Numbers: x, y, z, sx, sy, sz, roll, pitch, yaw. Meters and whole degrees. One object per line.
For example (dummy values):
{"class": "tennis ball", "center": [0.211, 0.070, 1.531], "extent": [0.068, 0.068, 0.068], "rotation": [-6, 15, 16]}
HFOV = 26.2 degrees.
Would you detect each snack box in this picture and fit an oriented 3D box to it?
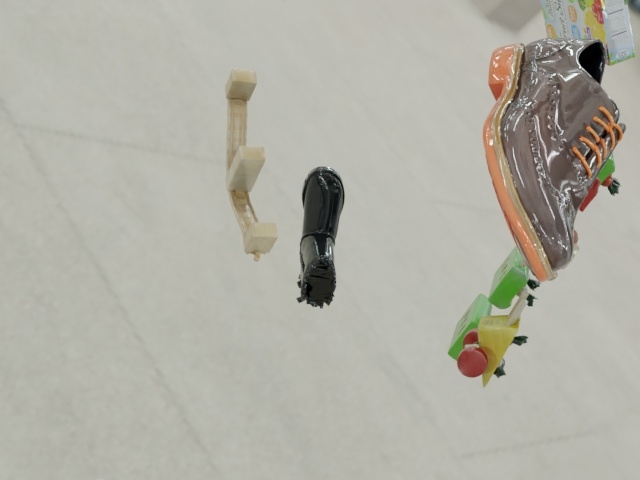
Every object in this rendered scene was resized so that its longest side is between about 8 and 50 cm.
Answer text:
{"class": "snack box", "center": [0.298, -0.262, 1.562], "extent": [0.141, 0.037, 0.100], "rotation": [-137, -150, -61]}

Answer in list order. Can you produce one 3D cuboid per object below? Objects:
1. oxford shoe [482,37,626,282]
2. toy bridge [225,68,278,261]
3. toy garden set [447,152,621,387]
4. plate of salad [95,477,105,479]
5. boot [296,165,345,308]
{"class": "oxford shoe", "center": [0.187, -0.079, 1.083], "extent": [0.271, 0.098, 0.097], "rotation": [-83, 152, -46]}
{"class": "toy bridge", "center": [-0.069, -0.064, 1.273], "extent": [0.026, 0.063, 0.188], "rotation": [2, 60, -19]}
{"class": "toy garden set", "center": [0.210, 0.027, 1.303], "extent": [0.049, 0.244, 0.204], "rotation": [36, 16, 1]}
{"class": "plate of salad", "center": [-0.179, 0.214, 0.753], "extent": [0.048, 0.200, 0.200], "rotation": [32, 25, -11]}
{"class": "boot", "center": [0.000, 0.000, 1.390], "extent": [0.045, 0.121, 0.099], "rotation": [6, 34, -4]}
